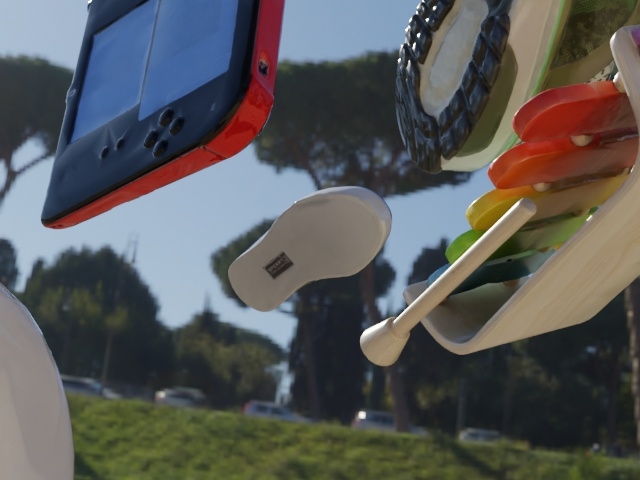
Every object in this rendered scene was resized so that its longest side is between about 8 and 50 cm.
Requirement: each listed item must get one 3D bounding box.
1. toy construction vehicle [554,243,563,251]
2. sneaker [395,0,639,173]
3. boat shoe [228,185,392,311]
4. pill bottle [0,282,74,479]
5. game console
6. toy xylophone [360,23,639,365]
[{"bbox_3d":[0.252,-0.013,1.051,0.085,0.035,0.098,4,27,26],"label":"toy construction vehicle"},{"bbox_3d":[0.212,-0.223,0.912,0.182,0.158,0.410,7,-52,-34],"label":"sneaker"},{"bbox_3d":[0.000,0.000,1.293,0.096,0.088,0.267,49,-38,-1],"label":"boat shoe"},{"bbox_3d":[-0.337,0.113,0.588,0.392,0.224,0.224,-2,-17,30],"label":"pill bottle"},{"bbox_3d":[-0.179,-0.220,1.387,0.342,0.387,0.060,-19,-39,33],"label":"game console"},{"bbox_3d":[0.153,-0.015,0.798,0.236,0.081,0.323,-7,-30,-38],"label":"toy xylophone"}]
